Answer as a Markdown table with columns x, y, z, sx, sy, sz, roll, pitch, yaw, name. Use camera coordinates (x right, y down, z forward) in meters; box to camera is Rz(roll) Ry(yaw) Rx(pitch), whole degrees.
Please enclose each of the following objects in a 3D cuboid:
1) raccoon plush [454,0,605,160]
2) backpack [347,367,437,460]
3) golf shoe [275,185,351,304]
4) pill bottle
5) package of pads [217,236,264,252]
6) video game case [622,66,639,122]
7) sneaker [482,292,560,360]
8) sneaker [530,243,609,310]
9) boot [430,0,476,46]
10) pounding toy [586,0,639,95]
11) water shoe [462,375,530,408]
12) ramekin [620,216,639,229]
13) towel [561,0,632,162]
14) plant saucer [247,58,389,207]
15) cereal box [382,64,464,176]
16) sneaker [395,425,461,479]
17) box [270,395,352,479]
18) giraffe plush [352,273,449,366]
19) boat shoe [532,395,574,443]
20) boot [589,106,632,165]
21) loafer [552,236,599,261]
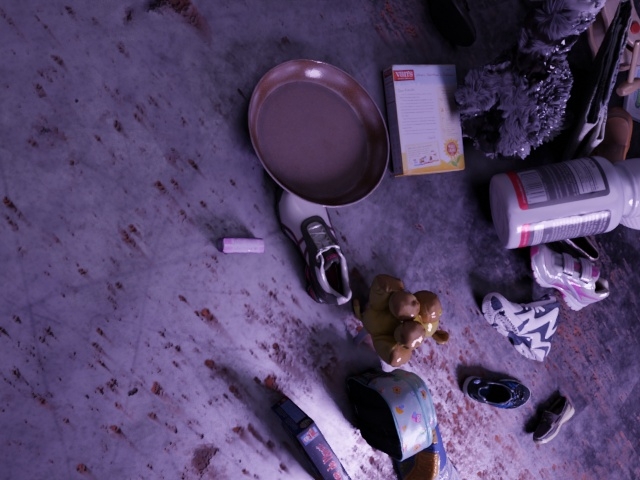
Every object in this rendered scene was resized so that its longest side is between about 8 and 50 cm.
| x | y | z | sx | sy | sz | roll | pitch | yaw | name |
| --- | --- | --- | --- | --- | --- | --- | --- | --- | --- |
| 0.499 | -0.336 | 1.112 | 0.299 | 0.446 | 0.216 | -24 | 80 | -32 | raccoon plush |
| 0.154 | 0.351 | 1.092 | 0.144 | 0.188 | 0.165 | -13 | 91 | -15 | backpack |
| 0.000 | 0.000 | 1.067 | 0.105 | 0.120 | 0.272 | -25 | 99 | -19 | golf shoe |
| 0.561 | -0.092 | 1.203 | 0.319 | 0.176 | 0.176 | -10 | 96 | 7 | pill bottle |
| -0.155 | 0.009 | 1.037 | 0.083 | 0.050 | 0.032 | 1 | 91 | -22 | package of pads |
| 0.907 | -0.408 | 1.489 | 0.143 | 0.019 | 0.157 | 11 | 87 | -23 | video game case |
| 0.500 | 0.167 | 1.296 | 0.235 | 0.094 | 0.153 | 43 | 71 | -15 | sneaker |
| 0.617 | 0.076 | 1.316 | 0.252 | 0.111 | 0.103 | 31 | 53 | -24 | sneaker |
| 0.335 | -0.602 | 1.205 | 0.229 | 0.091 | 0.263 | -39 | 103 | -16 | boot |
| 0.804 | -0.521 | 1.364 | 0.154 | 0.155 | 0.269 | -21 | 99 | -13 | pounding toy |
| 0.439 | 0.375 | 1.280 | 0.203 | 0.080 | 0.072 | 11 | 87 | -23 | water shoe |
| 0.851 | -0.118 | 1.379 | 0.207 | 0.207 | 0.109 | -40 | 115 | -17 | ramekin |
| 0.649 | -0.337 | 1.249 | 0.056 | 0.324 | 0.312 | 18 | 83 | 18 | towel |
| -0.004 | -0.209 | 1.064 | 0.311 | 0.050 | 0.310 | 7 | 73 | -25 | plant saucer |
| 0.234 | -0.270 | 1.194 | 0.173 | 0.047 | 0.240 | -8 | 93 | -24 | cereal box |
| 0.254 | 0.525 | 1.210 | 0.131 | 0.112 | 0.296 | -8 | 94 | -44 | sneaker |
| 0.000 | 0.432 | 1.055 | 0.044 | 0.159 | 0.233 | -35 | 104 | -18 | box |
| 0.186 | 0.166 | 1.119 | 0.171 | 0.210 | 0.181 | -4 | 69 | -28 | giraffe plush |
| 0.589 | 0.457 | 1.364 | 0.152 | 0.056 | 0.049 | -33 | 99 | -28 | boat shoe |
| 0.720 | -0.198 | 1.363 | 0.220 | 0.109 | 0.283 | -33 | 128 | -57 | boot |
| 0.605 | -0.046 | 1.336 | 0.267 | 0.084 | 0.096 | 45 | 75 | -18 | loafer |
